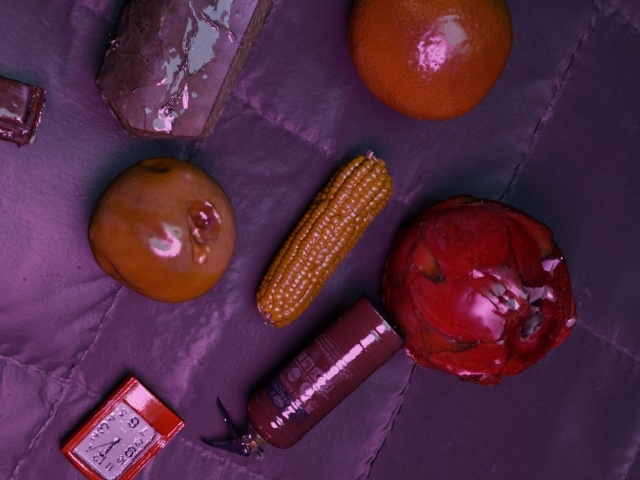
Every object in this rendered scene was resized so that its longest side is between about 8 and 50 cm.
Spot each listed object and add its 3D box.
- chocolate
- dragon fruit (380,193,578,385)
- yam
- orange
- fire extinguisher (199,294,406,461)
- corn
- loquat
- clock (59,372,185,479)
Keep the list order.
[{"bbox_3d":[-0.536,-0.208,1.275,0.329,0.065,0.103,15,89,-21],"label":"chocolate"},{"bbox_3d":[0.245,0.079,1.511,0.295,0.301,0.296,-15,120,-27],"label":"dragon fruit"},{"bbox_3d":[-0.198,-0.268,1.348,0.201,0.202,0.272,17,89,-1],"label":"yam"},{"bbox_3d":[0.163,-0.316,1.456,0.264,0.264,0.264,-2,95,-22],"label":"orange"},{"bbox_3d":[-0.038,0.220,1.463,0.344,0.102,0.138,-42,64,3],"label":"fire extinguisher"},{"bbox_3d":[-0.001,-0.001,1.493,0.102,0.102,0.313,42,81,-20],"label":"corn"},{"bbox_3d":[-0.218,-0.014,1.357,0.213,0.213,0.213,-2,95,-22],"label":"loquat"},{"bbox_3d":[-0.295,0.286,1.418,0.155,0.061,0.113,-46,109,-9],"label":"clock"}]
